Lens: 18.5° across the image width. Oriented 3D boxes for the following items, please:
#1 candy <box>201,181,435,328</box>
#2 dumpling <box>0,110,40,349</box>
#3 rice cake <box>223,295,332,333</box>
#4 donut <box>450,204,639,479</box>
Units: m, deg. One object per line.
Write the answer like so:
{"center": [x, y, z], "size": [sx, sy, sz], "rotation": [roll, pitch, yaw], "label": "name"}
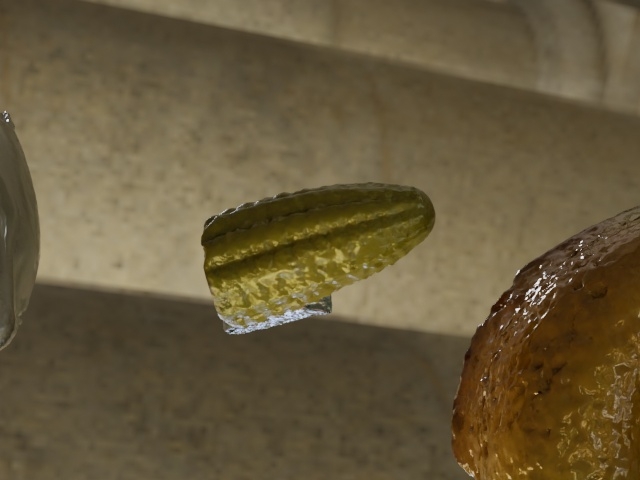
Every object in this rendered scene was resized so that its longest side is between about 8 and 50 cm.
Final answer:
{"center": [0.000, 0.000, 1.619], "size": [0.198, 0.106, 0.094], "rotation": [-19, -115, 13], "label": "candy"}
{"center": [-0.368, -0.016, 1.664], "size": [0.181, 0.260, 0.341], "rotation": [112, -23, -56], "label": "dumpling"}
{"center": [-0.048, 0.075, 2.141], "size": [0.207, 0.033, 0.033], "rotation": [-17, -112, 57], "label": "rice cake"}
{"center": [0.345, 0.131, 1.573], "size": [0.378, 0.435, 0.163], "rotation": [-64, -179, -5], "label": "donut"}
